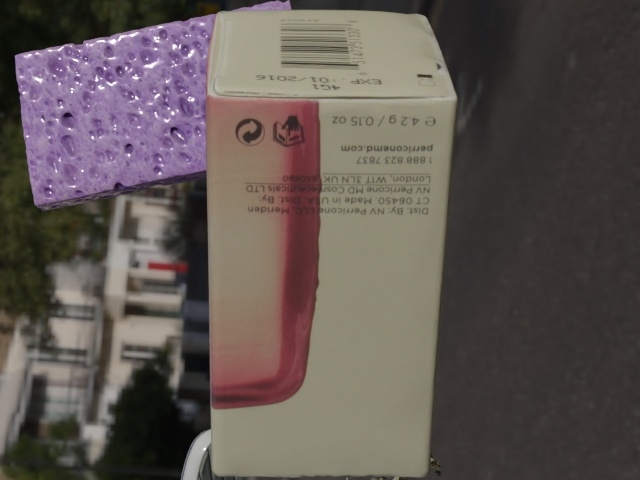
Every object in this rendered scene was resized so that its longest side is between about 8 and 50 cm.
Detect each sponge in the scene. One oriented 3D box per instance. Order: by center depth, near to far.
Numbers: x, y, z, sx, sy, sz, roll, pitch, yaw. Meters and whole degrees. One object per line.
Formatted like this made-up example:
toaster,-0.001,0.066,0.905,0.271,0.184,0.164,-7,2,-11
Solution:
sponge,-0.114,-0.099,0.940,0.031,0.210,0.117,62,-162,-80

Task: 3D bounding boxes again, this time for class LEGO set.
LEGO set,0.061,0.191,1.091,0.054,0.083,0.023,26,127,54

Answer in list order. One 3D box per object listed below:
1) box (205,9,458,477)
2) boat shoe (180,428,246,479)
box,0.000,0.000,0.728,0.148,0.127,0.232,-96,7,-64
boat shoe,-0.137,0.301,1.400,0.076,0.083,0.226,22,117,40
